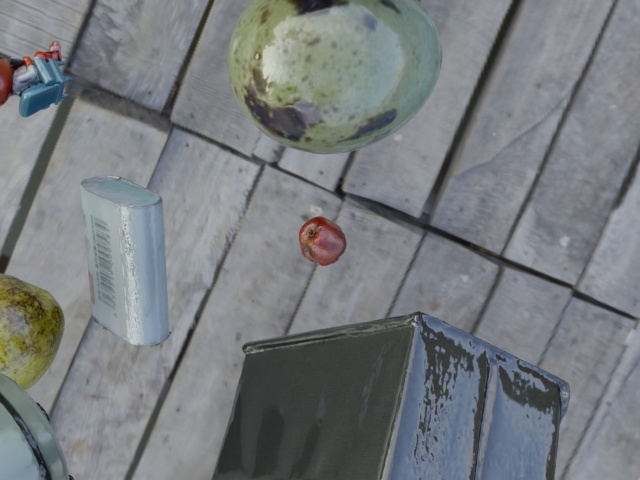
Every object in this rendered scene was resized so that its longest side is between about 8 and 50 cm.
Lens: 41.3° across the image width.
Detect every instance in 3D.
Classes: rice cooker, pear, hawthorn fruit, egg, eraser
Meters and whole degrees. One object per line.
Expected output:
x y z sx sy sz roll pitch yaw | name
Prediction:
-0.413 0.268 0.953 0.244 0.226 0.226 -30 110 -45 | rice cooker
-0.483 0.141 1.281 0.197 0.197 0.197 -2 102 -10 | pear
0.000 0.000 1.509 0.093 0.093 0.093 -2 102 -10 | hawthorn fruit
0.035 -0.340 1.599 0.428 0.345 0.345 -16 105 -23 | egg
-0.301 0.030 1.307 0.081 0.174 0.227 -18 119 -42 | eraser

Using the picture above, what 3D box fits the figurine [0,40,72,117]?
-0.356 -0.180 0.960 0.140 0.068 0.075 -16 77 -34 | figurine

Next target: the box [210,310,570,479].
0.071 0.238 1.013 0.251 0.345 0.204 28 62 -29 | box
